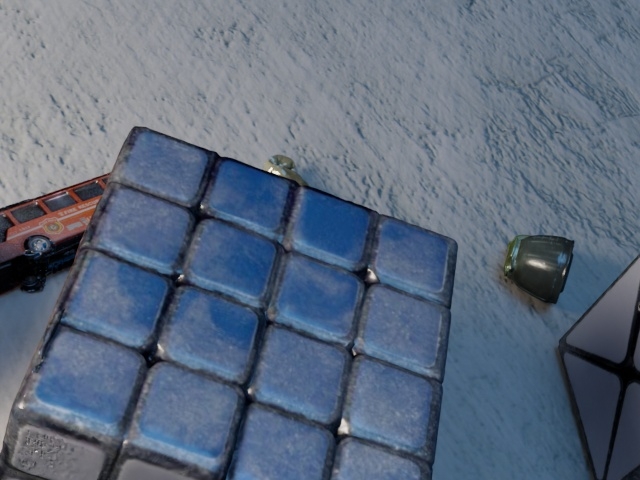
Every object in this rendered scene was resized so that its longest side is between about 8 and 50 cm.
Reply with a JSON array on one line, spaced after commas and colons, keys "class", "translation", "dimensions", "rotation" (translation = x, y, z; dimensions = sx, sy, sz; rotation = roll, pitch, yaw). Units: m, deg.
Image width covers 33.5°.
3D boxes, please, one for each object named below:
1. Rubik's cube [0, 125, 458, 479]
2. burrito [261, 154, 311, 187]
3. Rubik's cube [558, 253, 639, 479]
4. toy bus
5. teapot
[{"class": "Rubik's cube", "translation": [-0.097, 0.161, 0.999], "dimensions": [0.337, 0.344, 0.345], "rotation": [21, 48, -7]}, {"class": "burrito", "translation": [0.000, 0.000, 1.369], "dimensions": [0.082, 0.059, 0.275], "rotation": [-14, 59, -40]}, {"class": "Rubik's cube", "translation": [0.479, 0.176, 1.303], "dimensions": [0.259, 0.260, 0.255], "rotation": [5, 50, -17]}, {"class": "toy bus", "translation": [-0.303, -0.011, 1.239], "dimensions": [0.234, 0.074, 0.096], "rotation": [-23, 56, -37]}, {"class": "teapot", "translation": [0.299, 0.034, 1.473], "dimensions": [0.090, 0.124, 0.092], "rotation": [18, 87, 11]}]
